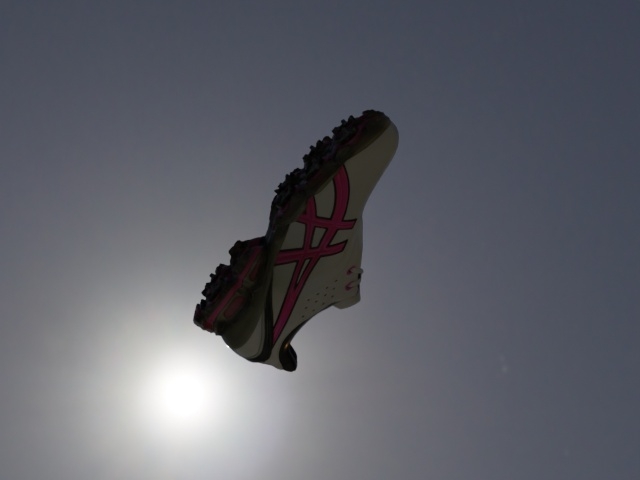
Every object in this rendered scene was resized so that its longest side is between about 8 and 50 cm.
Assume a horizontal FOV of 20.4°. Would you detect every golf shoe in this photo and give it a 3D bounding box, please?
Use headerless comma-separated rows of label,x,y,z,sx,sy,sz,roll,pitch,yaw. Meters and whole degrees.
golf shoe,0.000,0.000,1.156,0.086,0.067,0.186,34,-75,-11
